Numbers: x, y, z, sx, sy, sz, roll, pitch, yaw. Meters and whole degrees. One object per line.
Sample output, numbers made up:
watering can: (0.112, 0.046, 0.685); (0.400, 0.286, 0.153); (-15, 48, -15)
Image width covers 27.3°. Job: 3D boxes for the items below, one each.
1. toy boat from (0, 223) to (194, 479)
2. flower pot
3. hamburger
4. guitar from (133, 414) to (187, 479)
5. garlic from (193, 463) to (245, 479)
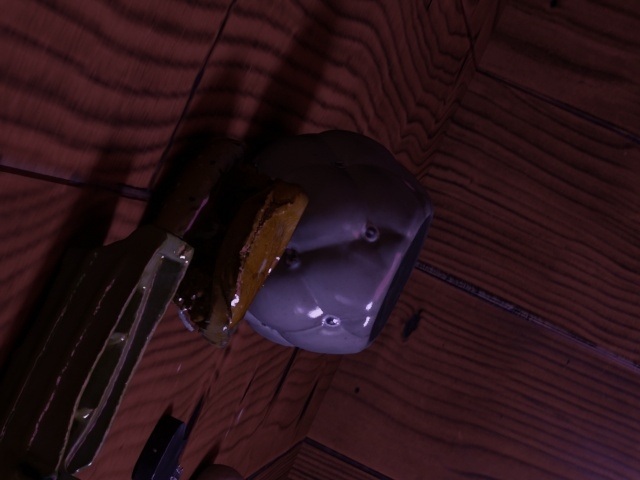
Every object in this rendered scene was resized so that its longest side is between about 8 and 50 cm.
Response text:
toy boat: (-0.189, 0.111, 0.988); (0.111, 0.084, 0.276); (40, 72, -78)
flower pot: (0.000, 0.000, 1.410); (0.246, 0.195, 0.246); (-61, 171, -17)
hamburger: (-0.097, 0.006, 1.177); (0.185, 0.113, 0.177); (-61, 180, 31)
guitar: (-0.187, 0.275, 1.619); (0.233, 0.025, 0.088); (87, 28, -71)
garlic: (-0.165, 0.391, 1.950); (0.128, 0.090, 0.198); (-52, -175, 27)
